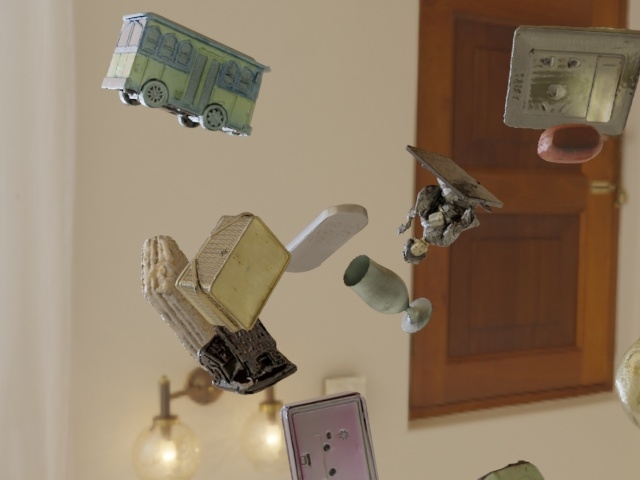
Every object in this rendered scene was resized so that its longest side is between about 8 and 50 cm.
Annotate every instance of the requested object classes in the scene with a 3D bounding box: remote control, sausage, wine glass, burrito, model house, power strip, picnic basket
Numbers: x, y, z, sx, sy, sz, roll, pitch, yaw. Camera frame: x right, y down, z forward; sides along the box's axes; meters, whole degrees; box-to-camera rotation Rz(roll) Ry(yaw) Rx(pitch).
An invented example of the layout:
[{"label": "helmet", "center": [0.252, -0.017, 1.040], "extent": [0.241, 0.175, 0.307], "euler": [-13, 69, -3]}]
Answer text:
[{"label": "remote control", "center": [0.000, 0.000, 1.352], "extent": [0.077, 0.022, 0.245], "euler": [9, 152, -25]}, {"label": "sausage", "center": [0.372, -0.144, 1.220], "extent": [0.094, 0.059, 0.054], "euler": [-3, 165, -2]}, {"label": "wine glass", "center": [0.142, 0.112, 1.736], "extent": [0.202, 0.092, 0.093], "euler": [37, 163, -31]}, {"label": "burrito", "center": [0.416, 0.546, 1.598], "extent": [0.144, 0.089, 0.228], "euler": [-10, -135, -25]}, {"label": "model house", "center": [-0.155, 0.207, 1.542], "extent": [0.165, 0.152, 0.106], "euler": [-29, -149, -2]}, {"label": "power strip", "center": [0.516, -0.336, 1.673], "extent": [0.251, 0.256, 0.092], "euler": [11, -131, 14]}, {"label": "picnic basket", "center": [-0.131, 0.048, 1.262], "extent": [0.080, 0.164, 0.115], "euler": [2, 140, 42]}]

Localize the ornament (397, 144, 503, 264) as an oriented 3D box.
[{"label": "ornament", "center": [0.198, -0.038, 1.481], "extent": [0.153, 0.196, 0.166], "euler": [4, -145, -51]}]

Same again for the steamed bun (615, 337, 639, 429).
[{"label": "steamed bun", "center": [0.724, 0.307, 1.437], "extent": [0.325, 0.372, 0.230], "euler": [-12, 153, -14]}]

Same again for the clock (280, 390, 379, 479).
[{"label": "clock", "center": [0.018, 0.368, 1.423], "extent": [0.145, 0.193, 0.073], "euler": [-8, 176, -13]}]

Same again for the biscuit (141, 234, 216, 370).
[{"label": "biscuit", "center": [-0.290, 0.151, 1.797], "extent": [0.079, 0.143, 0.426], "euler": [-12, 147, 5]}]

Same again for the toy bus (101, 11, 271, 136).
[{"label": "toy bus", "center": [-0.283, -0.346, 1.745], "extent": [0.312, 0.190, 0.152], "euler": [18, 179, -35]}]
